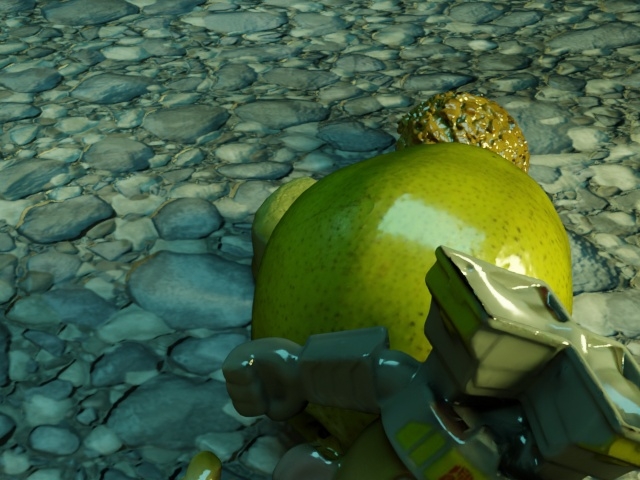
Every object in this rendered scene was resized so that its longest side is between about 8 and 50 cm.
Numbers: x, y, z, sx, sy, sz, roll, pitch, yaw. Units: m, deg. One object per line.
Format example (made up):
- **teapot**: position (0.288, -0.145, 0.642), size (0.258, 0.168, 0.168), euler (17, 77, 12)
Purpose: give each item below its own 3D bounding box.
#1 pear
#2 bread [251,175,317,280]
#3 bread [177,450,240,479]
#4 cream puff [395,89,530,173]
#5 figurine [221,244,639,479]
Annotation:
- **pear**: position (0.075, 0.059, 1.321), size (0.294, 0.294, 0.294), euler (1, 31, 0)
- **bread**: position (-0.010, 0.003, 1.586), size (0.125, 0.086, 0.156), euler (-26, 37, -27)
- **bread**: position (-0.066, 0.252, 1.128), size (0.081, 0.134, 0.225), euler (21, 16, -38)
- **cream puff**: position (0.155, -0.105, 1.738), size (0.165, 0.115, 0.150), euler (23, 33, 35)
- **figurine**: position (0.095, 0.172, 1.125), size (0.342, 0.285, 0.167), euler (50, 25, 23)
